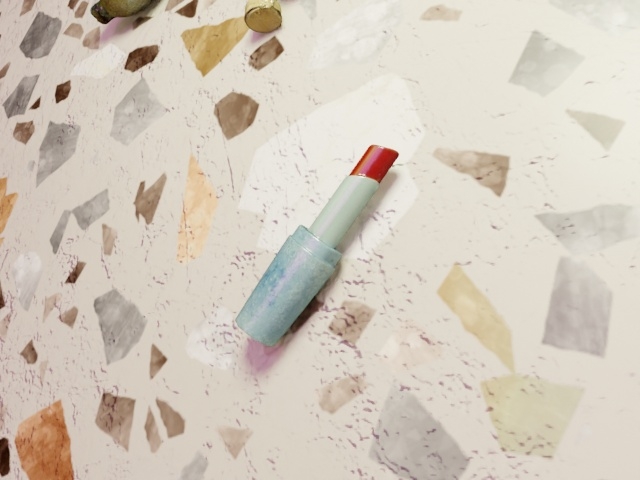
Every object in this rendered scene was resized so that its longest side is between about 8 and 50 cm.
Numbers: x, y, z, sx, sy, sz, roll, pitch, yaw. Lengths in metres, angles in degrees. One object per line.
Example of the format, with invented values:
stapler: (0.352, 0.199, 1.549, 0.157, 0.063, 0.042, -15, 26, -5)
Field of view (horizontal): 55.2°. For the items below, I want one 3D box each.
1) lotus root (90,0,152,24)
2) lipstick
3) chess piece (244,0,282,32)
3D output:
lotus root: (-0.343, -0.467, 1.112, 0.192, 0.088, 0.113, -40, 39, 14)
lipstick: (0.000, 0.000, 0.729, 0.068, 0.061, 0.274, 38, 95, 39)
chess piece: (-0.087, -0.407, 0.946, 0.060, 0.060, 0.172, -14, 65, 28)
